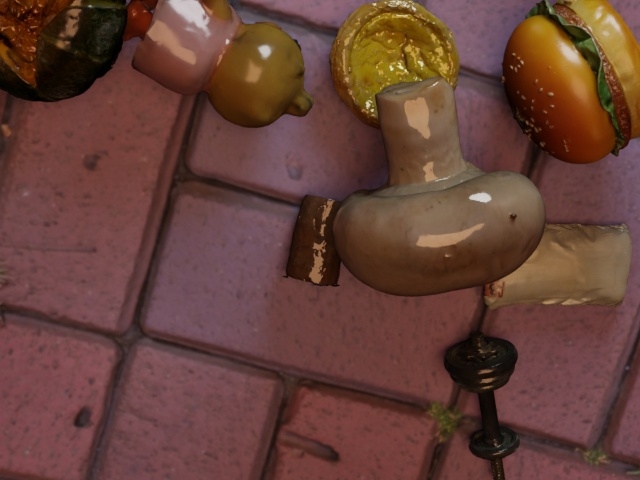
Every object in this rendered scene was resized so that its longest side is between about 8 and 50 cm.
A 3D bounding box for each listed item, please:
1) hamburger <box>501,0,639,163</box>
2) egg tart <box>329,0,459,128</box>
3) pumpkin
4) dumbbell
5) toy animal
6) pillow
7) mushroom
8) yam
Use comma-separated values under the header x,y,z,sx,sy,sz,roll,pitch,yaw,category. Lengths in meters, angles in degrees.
x,y,z,sx,sy,sz,roll,pitch,yaw,category
0.340,-0.217,1.630,0.170,0.246,0.246,-30,104,1,hamburger
0.102,-0.246,1.668,0.191,0.074,0.191,-2,102,-8,egg tart
-0.360,-0.299,1.546,0.237,0.159,0.238,5,106,16,pumpkin
0.252,0.255,1.779,0.110,0.110,0.255,-13,109,-5,dumbbell
-0.133,-0.251,1.592,0.281,0.169,0.195,24,140,-16,toy animal
0.354,0.038,1.771,0.229,0.051,0.128,0,94,-9,pillow
0.151,-0.073,1.607,0.292,0.292,0.290,-10,95,-6,mushroom
-0.001,0.000,1.704,0.084,0.084,0.127,11,96,-10,yam
